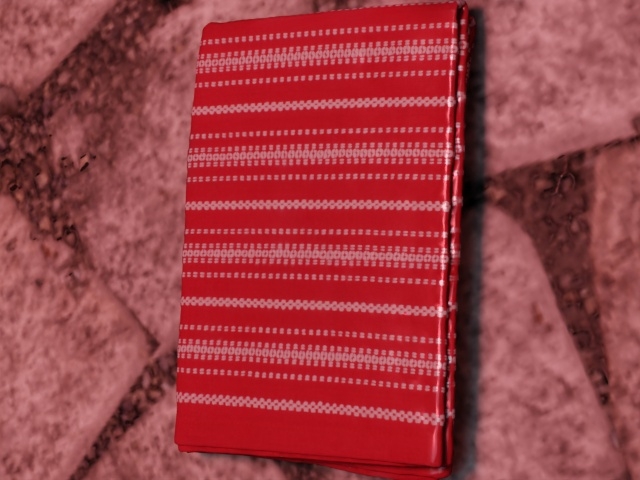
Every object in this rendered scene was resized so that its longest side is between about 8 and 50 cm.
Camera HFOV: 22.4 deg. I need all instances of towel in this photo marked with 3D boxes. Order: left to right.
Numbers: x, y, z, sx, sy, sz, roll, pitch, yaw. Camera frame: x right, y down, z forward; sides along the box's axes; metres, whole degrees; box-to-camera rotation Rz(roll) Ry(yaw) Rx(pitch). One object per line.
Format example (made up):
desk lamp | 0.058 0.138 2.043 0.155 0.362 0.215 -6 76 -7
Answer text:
towel | 0.000 0.000 0.964 0.199 0.031 0.275 0 84 33
